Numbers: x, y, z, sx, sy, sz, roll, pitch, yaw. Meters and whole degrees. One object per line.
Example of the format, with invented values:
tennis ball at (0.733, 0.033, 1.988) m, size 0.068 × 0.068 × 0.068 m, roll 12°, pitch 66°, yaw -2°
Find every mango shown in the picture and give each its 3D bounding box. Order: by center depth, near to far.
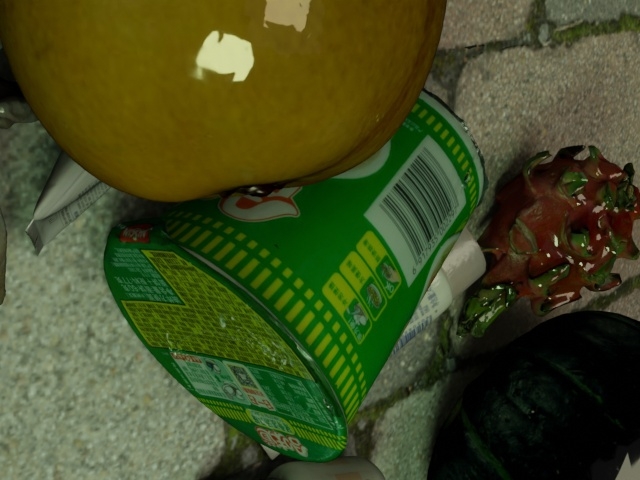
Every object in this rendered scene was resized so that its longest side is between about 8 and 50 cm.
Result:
mango at (-0.040, -0.195, 0.467) m, size 0.264 × 0.221 × 0.378 m, roll 40°, pitch 53°, yaw -61°

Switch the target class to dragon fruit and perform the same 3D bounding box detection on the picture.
dragon fruit at (0.220, 0.011, 0.853) m, size 0.137 × 0.135 × 0.236 m, roll 12°, pitch 116°, yaw -42°

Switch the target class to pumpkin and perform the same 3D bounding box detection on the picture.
pumpkin at (0.245, 0.210, 0.862) m, size 0.315 × 0.238 × 0.315 m, roll -23°, pitch 134°, yaw -26°

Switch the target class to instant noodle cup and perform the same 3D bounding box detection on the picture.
instant noodle cup at (0.000, 0.000, 0.610) m, size 0.232 × 0.207 × 0.207 m, roll -47°, pitch 129°, yaw -29°

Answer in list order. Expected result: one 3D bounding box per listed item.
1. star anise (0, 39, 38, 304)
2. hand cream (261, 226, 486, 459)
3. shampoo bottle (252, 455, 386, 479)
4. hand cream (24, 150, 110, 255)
star anise at (-0.220, -0.071, 0.453) m, size 0.209 × 0.089 × 0.231 m, roll -51°, pitch 122°, yaw -11°
hand cream at (0.027, 0.073, 0.737) m, size 0.248 × 0.083 × 0.133 m, roll -36°, pitch 125°, yaw -15°
shampoo bottle at (-0.027, 0.225, 0.728) m, size 0.192 × 0.074 × 0.074 m, roll 7°, pitch 99°, yaw -41°
hand cream at (-0.142, -0.055, 0.546) m, size 0.053 × 0.084 × 0.142 m, roll 36°, pitch 73°, yaw -4°
